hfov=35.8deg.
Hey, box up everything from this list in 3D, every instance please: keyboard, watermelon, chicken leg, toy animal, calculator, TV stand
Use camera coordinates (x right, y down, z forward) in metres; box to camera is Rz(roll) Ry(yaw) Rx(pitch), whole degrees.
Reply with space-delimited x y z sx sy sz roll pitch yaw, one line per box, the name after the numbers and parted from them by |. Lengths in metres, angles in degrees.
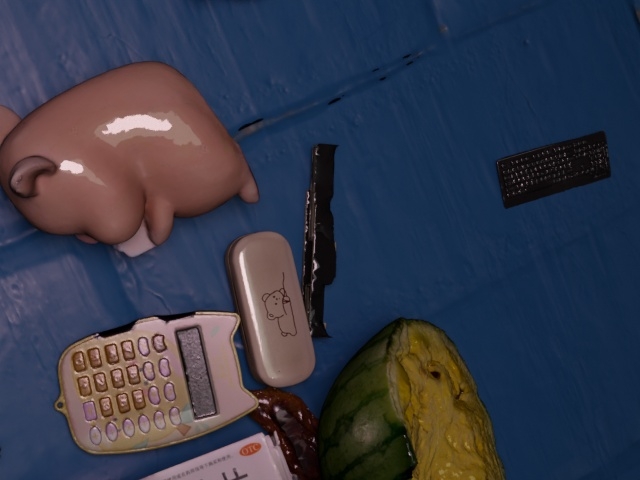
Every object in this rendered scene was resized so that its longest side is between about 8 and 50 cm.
0.344 -0.104 1.442 0.196 0.015 0.074 -16 97 -21 | keyboard
0.097 0.264 1.231 0.189 0.331 0.331 -21 101 17 | watermelon
-0.049 0.239 1.263 0.089 0.048 0.219 -42 105 -15 | chicken leg
-0.226 -0.087 1.124 0.256 0.195 0.213 -31 127 -18 | toy animal
-0.201 0.170 1.195 0.236 0.033 0.157 -12 92 -12 | calculator
0.000 0.000 1.286 0.036 0.042 0.249 3 89 -20 | TV stand

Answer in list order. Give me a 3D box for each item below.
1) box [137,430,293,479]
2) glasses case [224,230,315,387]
-0.177 0.362 1.128 0.333 0.145 0.173 -17 70 -22 | box
-0.063 0.086 1.245 0.083 0.050 0.196 -14 89 -26 | glasses case
